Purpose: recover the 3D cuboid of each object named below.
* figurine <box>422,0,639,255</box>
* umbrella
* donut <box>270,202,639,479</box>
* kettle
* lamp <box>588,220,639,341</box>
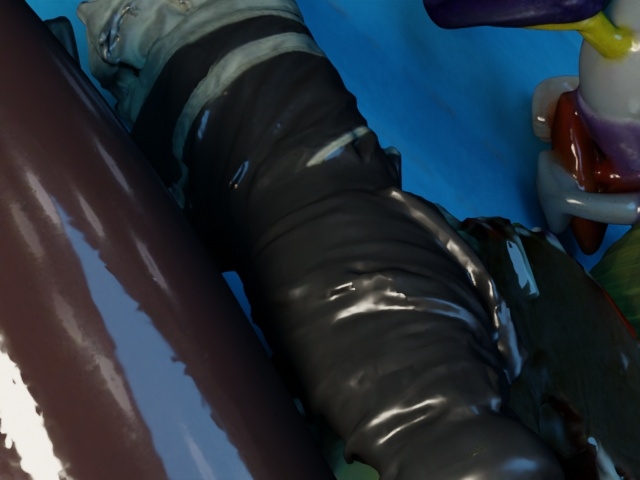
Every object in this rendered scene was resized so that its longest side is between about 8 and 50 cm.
[{"bbox_3d":[0.241,-0.077,1.235,0.421,0.193,0.154,53,27,-31],"label":"figurine"},{"bbox_3d":[-0.005,0.004,0.736,0.357,0.113,0.106,-122,-159,-47],"label":"umbrella"},{"bbox_3d":[0.097,0.134,0.897,0.345,0.136,0.259,55,29,-21],"label":"donut"},{"bbox_3d":[-0.126,0.032,0.623,0.202,0.144,0.232,-27,87,-35],"label":"kettle"},{"bbox_3d":[0.259,0.106,1.085,0.250,0.250,0.284,40,55,-38],"label":"lamp"}]
